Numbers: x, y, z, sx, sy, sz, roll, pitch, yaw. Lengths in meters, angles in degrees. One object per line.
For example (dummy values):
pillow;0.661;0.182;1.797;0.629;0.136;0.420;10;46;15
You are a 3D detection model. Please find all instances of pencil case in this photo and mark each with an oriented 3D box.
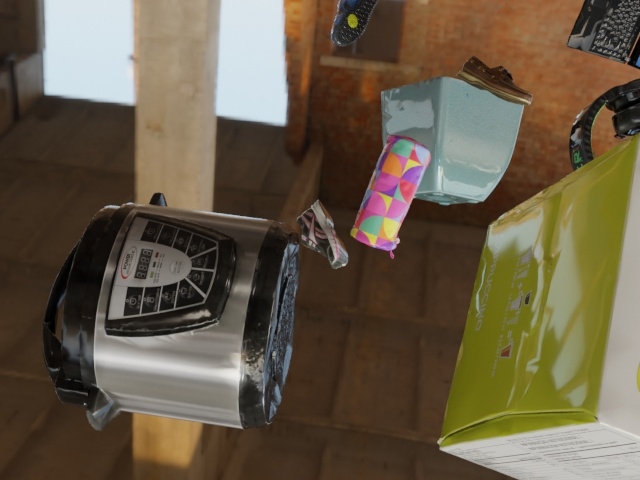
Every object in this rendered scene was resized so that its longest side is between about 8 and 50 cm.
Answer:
pencil case;0.141;-0.092;1.838;0.104;0.236;0.104;20;-175;-2

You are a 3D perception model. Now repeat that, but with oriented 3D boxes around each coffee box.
coffee box;0.390;0.130;1.123;0.334;0.337;0.338;22;157;-13

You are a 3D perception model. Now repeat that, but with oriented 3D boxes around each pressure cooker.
pressure cooker;-0.262;0.127;1.589;0.420;0.375;0.370;8;-164;6

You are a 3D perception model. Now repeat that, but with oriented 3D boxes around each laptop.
laptop;0.711;-0.481;1.993;0.264;0.234;0.136;11;-158;-22

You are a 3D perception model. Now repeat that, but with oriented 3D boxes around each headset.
headset;0.623;-0.186;1.724;0.394;0.243;0.185;-29;176;-20

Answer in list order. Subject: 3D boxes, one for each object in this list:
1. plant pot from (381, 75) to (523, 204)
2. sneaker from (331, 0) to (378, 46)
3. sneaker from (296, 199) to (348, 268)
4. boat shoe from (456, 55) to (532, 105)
plant pot;0.292;-0.217;2.151;0.248;0.252;0.247;10;175;-31
sneaker;0.068;-0.531;2.168;0.082;0.069;0.209;0;-126;45
sneaker;0.000;0.000;1.972;0.077;0.072;0.178;-31;-136;9
boat shoe;0.361;-0.328;1.890;0.178;0.060;0.064;34;-169;36
